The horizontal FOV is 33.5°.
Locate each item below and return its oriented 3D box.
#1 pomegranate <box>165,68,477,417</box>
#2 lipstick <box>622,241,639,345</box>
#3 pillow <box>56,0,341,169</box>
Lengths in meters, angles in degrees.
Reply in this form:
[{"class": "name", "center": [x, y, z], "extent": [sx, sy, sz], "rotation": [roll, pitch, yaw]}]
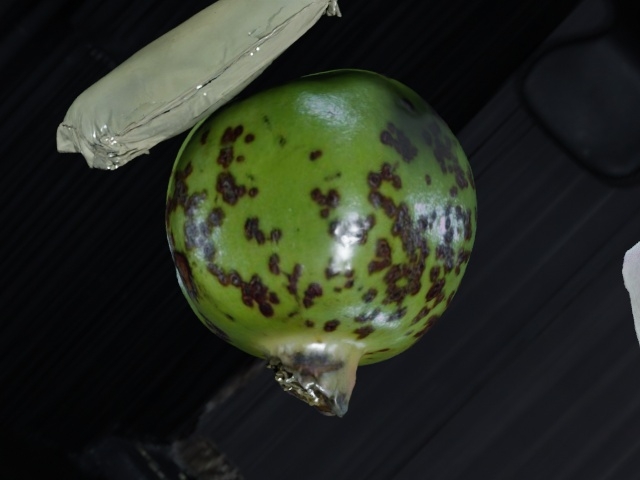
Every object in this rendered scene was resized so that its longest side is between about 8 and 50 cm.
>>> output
[{"class": "pomegranate", "center": [0.000, 0.000, 0.818], "extent": [0.254, 0.254, 0.270], "rotation": [41, -133, -49]}, {"class": "lipstick", "center": [0.231, -0.045, 0.326], "extent": [0.068, 0.317, 0.066], "rotation": [17, -131, -26]}, {"class": "pillow", "center": [-0.088, -0.117, 0.727], "extent": [0.053, 0.208, 0.119], "rotation": [60, 167, -29]}]
